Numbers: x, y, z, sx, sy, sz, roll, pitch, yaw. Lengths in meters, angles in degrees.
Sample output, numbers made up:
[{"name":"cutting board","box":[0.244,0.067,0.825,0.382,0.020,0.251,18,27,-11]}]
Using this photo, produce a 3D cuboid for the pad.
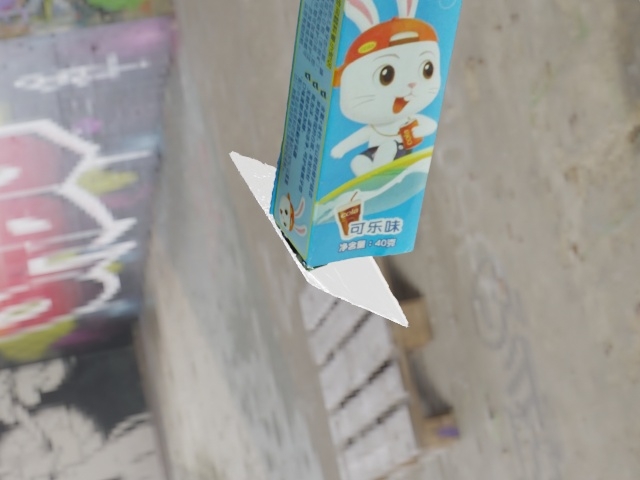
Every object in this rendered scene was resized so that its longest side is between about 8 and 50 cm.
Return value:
[{"name":"pad","box":[0.000,0.000,1.554,0.156,0.004,0.232,23,155,40]}]

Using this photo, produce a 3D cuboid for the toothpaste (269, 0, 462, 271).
[{"name":"toothpaste","box":[0.026,-0.110,0.690,0.050,0.065,0.267,-125,35,-48]}]
